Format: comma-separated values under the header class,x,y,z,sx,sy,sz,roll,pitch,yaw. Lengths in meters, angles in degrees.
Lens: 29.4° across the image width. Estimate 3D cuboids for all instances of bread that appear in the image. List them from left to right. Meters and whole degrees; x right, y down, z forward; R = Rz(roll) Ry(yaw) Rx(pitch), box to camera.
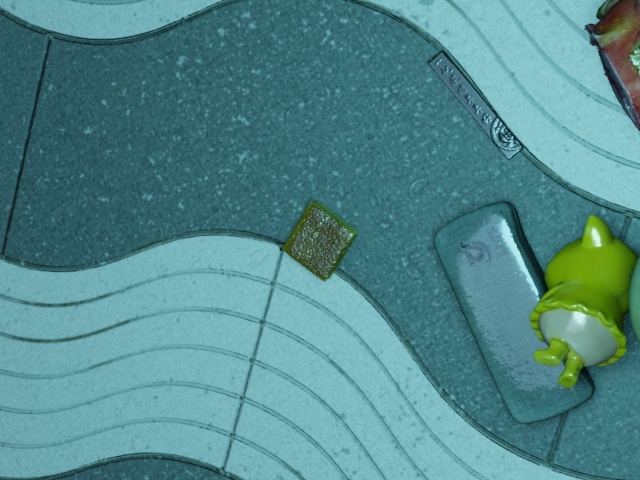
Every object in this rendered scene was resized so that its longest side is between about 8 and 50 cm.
class,x,y,z,sx,sy,sz,roll,pitch,yaw
bread,0.000,0.000,1.904,0.090,0.035,0.094,36,107,14

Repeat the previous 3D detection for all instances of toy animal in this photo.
class,x,y,z,sx,sy,sz,roll,pitch,yaw
toy animal,0.371,0.090,1.685,0.156,0.156,0.230,22,65,17

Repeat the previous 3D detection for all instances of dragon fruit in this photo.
class,x,y,z,sx,sy,sz,roll,pitch,yaw
dragon fruit,0.514,-0.262,1.585,0.291,0.250,0.269,-26,91,7

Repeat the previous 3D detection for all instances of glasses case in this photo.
class,x,y,z,sx,sy,sz,roll,pitch,yaw
glasses case,0.283,0.107,1.791,0.131,0.074,0.323,-25,87,19

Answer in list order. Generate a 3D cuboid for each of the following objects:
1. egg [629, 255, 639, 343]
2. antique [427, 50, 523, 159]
class,x,y,z,sx,sy,sz,roll,pitch,yaw
egg,0.527,0.055,1.604,0.218,0.218,0.295,21,57,14
antique,0.230,-0.202,1.809,0.031,0.015,0.192,-41,81,19
